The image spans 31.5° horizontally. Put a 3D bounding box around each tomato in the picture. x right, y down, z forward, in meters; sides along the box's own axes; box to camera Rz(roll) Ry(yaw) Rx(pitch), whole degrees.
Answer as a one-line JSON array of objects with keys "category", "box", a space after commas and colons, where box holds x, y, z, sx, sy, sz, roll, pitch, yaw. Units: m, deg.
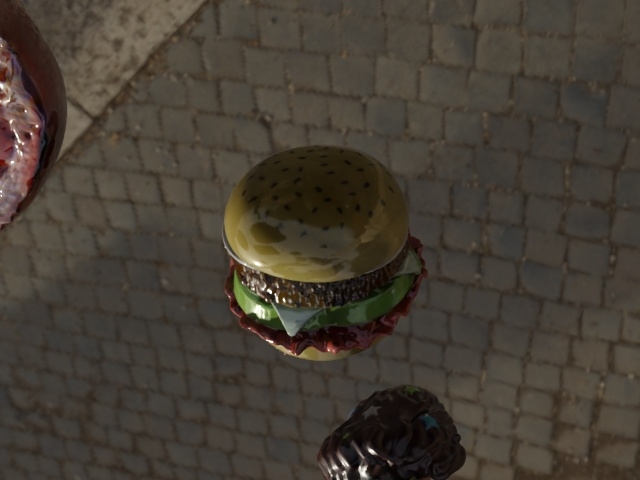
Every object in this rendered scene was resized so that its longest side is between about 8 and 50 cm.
[{"category": "tomato", "box": [-0.256, -0.107, 0.703, 0.225, 0.085, 0.225, 11, 134, 12]}]

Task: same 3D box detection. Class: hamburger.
[{"category": "hamburger", "box": [-0.001, -0.002, 0.906, 0.175, 0.175, 0.137, 10, 137, 17]}]

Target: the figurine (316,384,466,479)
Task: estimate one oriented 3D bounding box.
[{"category": "figurine", "box": [0.058, 0.225, 1.027, 0.175, 0.240, 0.115, -16, 116, 25]}]
